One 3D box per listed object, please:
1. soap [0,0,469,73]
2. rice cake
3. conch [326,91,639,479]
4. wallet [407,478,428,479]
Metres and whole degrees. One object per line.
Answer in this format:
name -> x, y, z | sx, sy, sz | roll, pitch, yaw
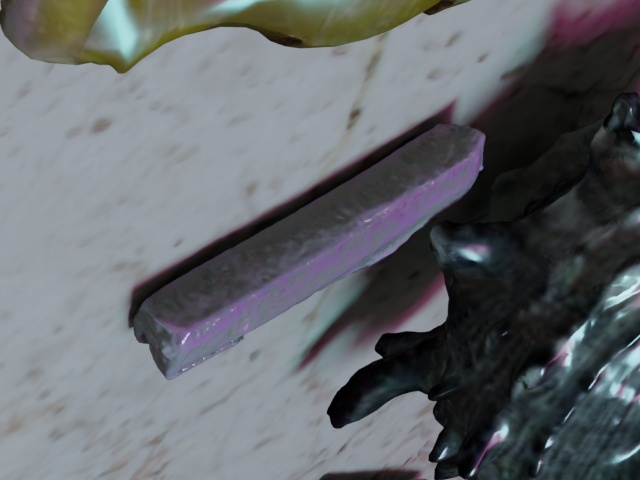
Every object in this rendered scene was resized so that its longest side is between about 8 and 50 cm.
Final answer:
soap -> 0.036, -0.193, 0.444 | 0.259, 0.143, 0.281 | -26, 153, -47
rice cake -> 0.000, 0.000, 0.878 | 0.207, 0.036, 0.047 | -30, 165, -30
conch -> 0.146, 0.017, 1.007 | 0.313, 0.186, 0.240 | -52, -175, 0
wallet -> 0.022, 0.203, 1.292 | 0.095, 0.033, 0.190 | -47, 158, 12
